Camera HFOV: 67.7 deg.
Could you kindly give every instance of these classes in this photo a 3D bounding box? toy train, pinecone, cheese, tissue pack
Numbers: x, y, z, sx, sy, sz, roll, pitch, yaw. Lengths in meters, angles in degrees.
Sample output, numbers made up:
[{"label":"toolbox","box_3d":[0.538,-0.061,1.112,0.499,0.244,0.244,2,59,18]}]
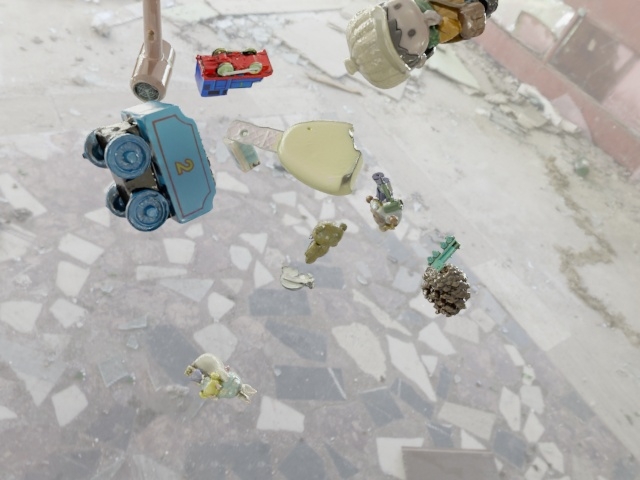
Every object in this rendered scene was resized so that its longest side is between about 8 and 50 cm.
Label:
[{"label":"toy train","box_3d":[-0.413,-0.176,1.197,0.265,0.300,0.188,-32,36,-32]},{"label":"pinecone","box_3d":[0.479,0.184,1.807,0.179,0.204,0.184,-3,49,26]},{"label":"toy train","box_3d":[0.291,0.029,1.125,0.045,0.092,0.029,44,9,17]},{"label":"cheese","box_3d":[-0.046,-0.163,0.810,0.255,0.050,0.127,20,79,17]},{"label":"toy train","box_3d":[-0.249,-0.480,1.354,0.204,0.131,0.082,-12,73,-25]},{"label":"tissue pack","box_3d":[-0.205,-0.232,1.241,0.059,0.094,0.074,-36,37,-14]}]

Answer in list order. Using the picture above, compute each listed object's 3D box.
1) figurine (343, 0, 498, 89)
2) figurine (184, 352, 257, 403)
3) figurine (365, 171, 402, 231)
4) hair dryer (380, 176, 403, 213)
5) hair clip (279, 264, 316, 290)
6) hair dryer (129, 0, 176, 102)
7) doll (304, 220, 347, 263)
[{"label":"figurine","box_3d":[0.211,-0.458,1.048,0.332,0.204,0.185,-27,83,-19]},{"label":"figurine","box_3d":[-0.354,0.511,1.706,0.235,0.155,0.127,30,87,17]},{"label":"figurine","box_3d":[0.263,-0.165,1.987,0.133,0.274,0.194,-29,26,-15]},{"label":"hair dryer","box_3d":[0.254,-0.174,1.801,0.150,0.071,0.047,61,34,-22]},{"label":"hair clip","box_3d":[-0.102,0.161,1.973,0.172,0.049,0.116,12,37,22]},{"label":"hair dryer","box_3d":[-0.472,-0.564,1.323,0.107,0.344,0.189,9,58,-10]},{"label":"doll","box_3d":[0.000,0.000,1.576,0.137,0.209,0.097,-16,65,-35]}]
